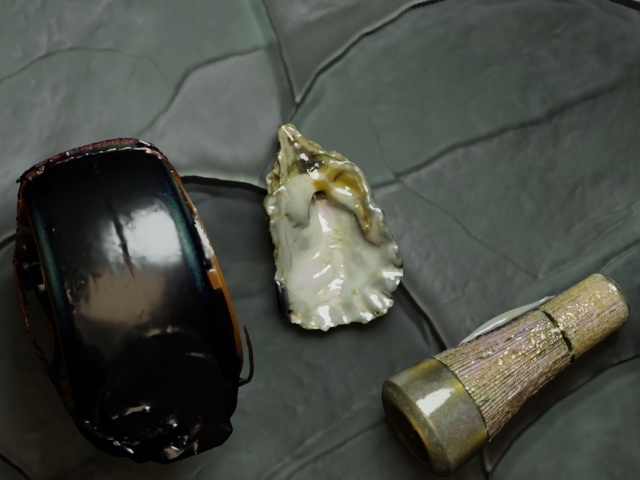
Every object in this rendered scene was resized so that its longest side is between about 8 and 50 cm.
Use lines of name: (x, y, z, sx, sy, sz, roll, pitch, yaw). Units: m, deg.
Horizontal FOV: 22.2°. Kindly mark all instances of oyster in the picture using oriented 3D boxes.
oyster: (0.000, 0.000, 1.207, 0.146, 0.045, 0.122, 37, 79, -12)

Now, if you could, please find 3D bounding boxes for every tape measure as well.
tape measure: (-0.135, 0.044, 1.108, 0.135, 0.202, 0.223, -17, 94, -12)

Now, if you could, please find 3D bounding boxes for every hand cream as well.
hand cream: (0.145, 0.089, 1.210, 0.203, 0.084, 0.084, -32, 91, -14)
